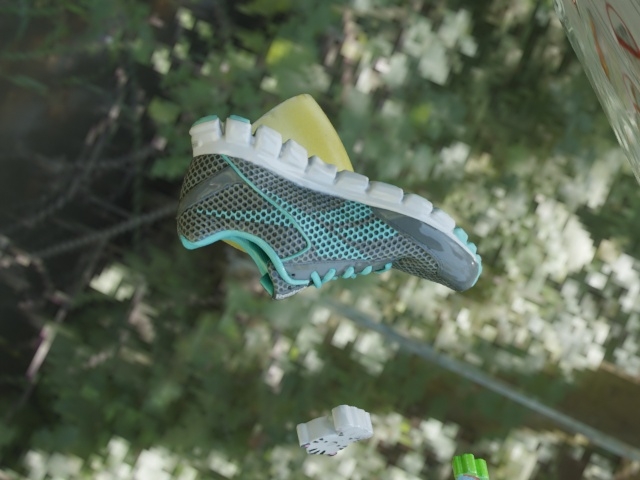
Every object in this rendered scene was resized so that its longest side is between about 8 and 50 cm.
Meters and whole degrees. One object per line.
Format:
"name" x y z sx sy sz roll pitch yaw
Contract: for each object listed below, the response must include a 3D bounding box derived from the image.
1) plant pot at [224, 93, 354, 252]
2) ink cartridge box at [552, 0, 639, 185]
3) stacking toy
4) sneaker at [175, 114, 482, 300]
"plant pot" -0.022 -0.034 1.389 0.134 0.095 0.134 -43 169 -11
"ink cartridge box" 0.161 -0.008 0.503 0.091 0.385 0.308 -26 153 4
"stacking toy" 0.072 0.227 1.323 0.221 0.052 0.167 26 44 -47
"sneaker" 0.000 0.000 0.914 0.065 0.166 0.076 142 -31 -77
